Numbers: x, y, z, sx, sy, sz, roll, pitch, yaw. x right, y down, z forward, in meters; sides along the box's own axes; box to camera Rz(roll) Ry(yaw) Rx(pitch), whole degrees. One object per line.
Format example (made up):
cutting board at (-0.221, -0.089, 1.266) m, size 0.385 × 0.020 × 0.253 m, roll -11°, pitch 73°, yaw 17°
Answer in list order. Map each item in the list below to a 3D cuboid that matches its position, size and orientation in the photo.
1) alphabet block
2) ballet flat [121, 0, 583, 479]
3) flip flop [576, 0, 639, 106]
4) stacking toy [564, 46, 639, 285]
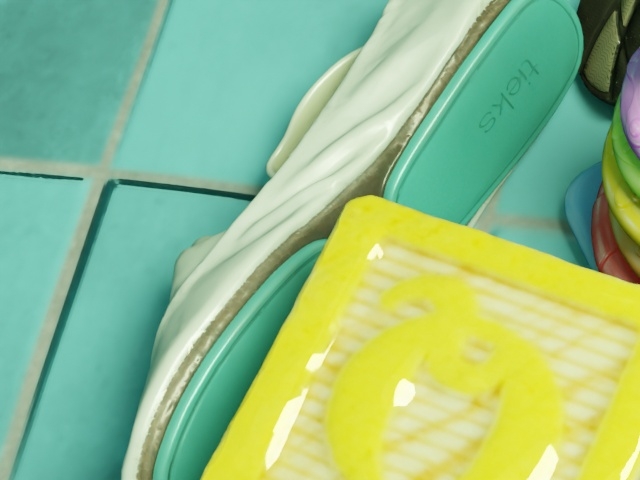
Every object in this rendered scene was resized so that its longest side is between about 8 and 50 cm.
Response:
alphabet block at (0.078, 0.123, 0.985) m, size 0.193 × 0.197 × 0.192 m, roll 18°, pitch 70°, yaw 24°
ballet flat at (0.000, 0.000, 1.131) m, size 0.139 × 0.139 × 0.400 m, roll 27°, pitch 69°, yaw 27°
flip flop at (0.248, -0.171, 1.104) m, size 0.277 × 0.080 × 0.112 m, roll -50°, pitch 41°, yaw 38°
stacking toy at (0.200, -0.055, 0.981) m, size 0.166 × 0.302 × 0.175 m, roll -24°, pitch 58°, yaw 4°
